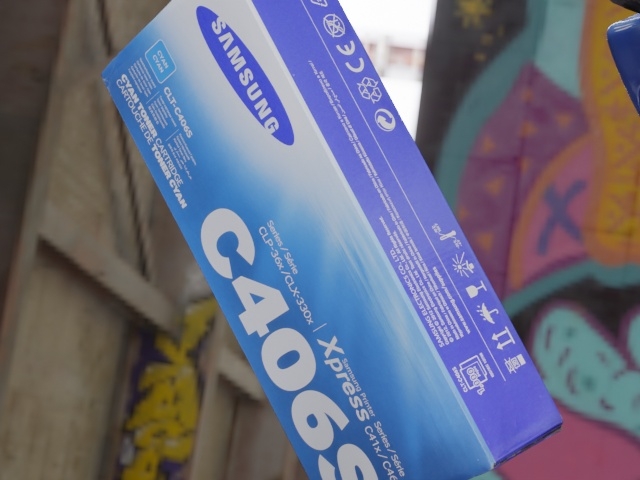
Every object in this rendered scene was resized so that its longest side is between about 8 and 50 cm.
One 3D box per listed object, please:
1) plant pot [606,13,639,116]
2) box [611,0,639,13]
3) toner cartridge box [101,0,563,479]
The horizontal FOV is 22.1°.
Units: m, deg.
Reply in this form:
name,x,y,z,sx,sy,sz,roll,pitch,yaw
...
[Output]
name,x,y,z,sx,sy,sz,roll,pitch,yaw
plant pot,0.406,-0.116,1.302,0.236,0.236,0.212,-24,-79,-39
box,0.265,-0.232,1.141,0.093,0.158,0.156,27,-84,-37
toner cartridge box,0.000,0.000,1.040,0.075,0.165,0.348,-22,-98,-43
